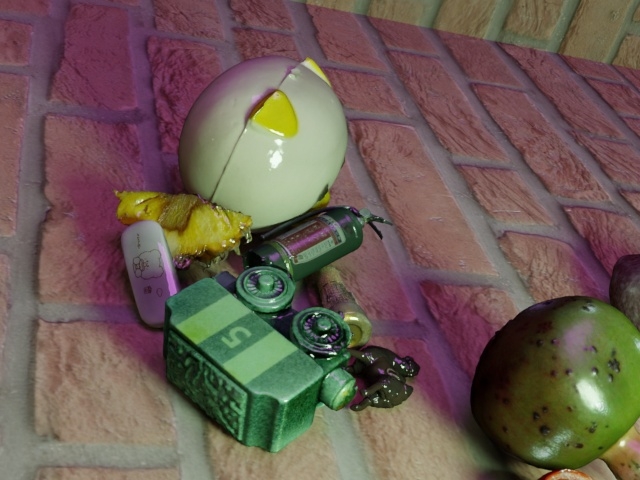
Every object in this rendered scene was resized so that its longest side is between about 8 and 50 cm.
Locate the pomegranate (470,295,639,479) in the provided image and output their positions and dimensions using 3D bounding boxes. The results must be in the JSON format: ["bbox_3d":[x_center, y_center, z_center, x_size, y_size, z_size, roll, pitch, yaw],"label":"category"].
[{"bbox_3d":[0.400,0.231,1.412,0.324,0.290,0.291,22,32,13],"label":"pomegranate"}]

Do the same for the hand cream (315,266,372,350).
[{"bbox_3d":[0.028,0.113,1.626,0.084,0.083,0.203,8,25,-16],"label":"hand cream"}]

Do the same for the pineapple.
[{"bbox_3d":[-0.242,0.014,1.628,0.250,0.140,0.164,4,73,5],"label":"pineapple"}]

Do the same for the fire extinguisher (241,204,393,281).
[{"bbox_3d":[0.000,0.000,1.687,0.294,0.093,0.118,-28,61,-31],"label":"fire extinguisher"}]

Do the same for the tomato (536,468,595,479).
[{"bbox_3d":[0.344,0.410,1.311,0.139,0.091,0.159,-18,73,-31],"label":"tomato"}]

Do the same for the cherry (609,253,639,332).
[{"bbox_3d":[0.687,0.126,1.811,0.230,0.202,0.300,-10,33,-27],"label":"cherry"}]

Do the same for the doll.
[{"bbox_3d":[0.100,0.219,1.512,0.165,0.057,0.139,4,32,-31],"label":"doll"}]

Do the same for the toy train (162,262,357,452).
[{"bbox_3d":[-0.094,0.172,1.397,0.299,0.166,0.238,36,46,28],"label":"toy train"}]

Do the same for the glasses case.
[{"bbox_3d":[-0.276,0.053,1.520,0.074,0.049,0.193,-19,64,-2],"label":"glasses case"}]

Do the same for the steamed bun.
[{"bbox_3d":[-0.107,-0.183,1.764,0.334,0.333,0.374,21,34,4],"label":"steamed bun"}]
